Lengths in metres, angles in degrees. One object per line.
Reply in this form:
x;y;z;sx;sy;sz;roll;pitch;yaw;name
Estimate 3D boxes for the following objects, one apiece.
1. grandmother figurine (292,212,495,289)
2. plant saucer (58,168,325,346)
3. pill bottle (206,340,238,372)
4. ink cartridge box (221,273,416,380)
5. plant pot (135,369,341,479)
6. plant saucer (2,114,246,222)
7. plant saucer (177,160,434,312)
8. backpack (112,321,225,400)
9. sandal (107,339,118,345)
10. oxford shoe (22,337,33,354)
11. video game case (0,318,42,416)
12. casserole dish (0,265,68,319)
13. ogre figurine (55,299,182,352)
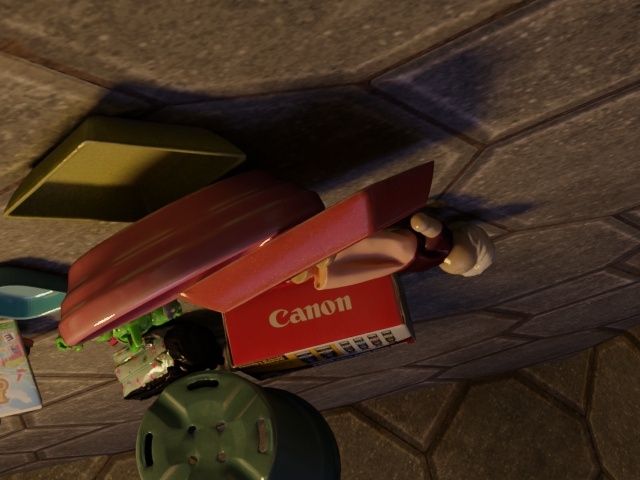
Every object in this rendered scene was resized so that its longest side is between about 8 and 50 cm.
0.120;0.019;1.527;0.342;0.104;0.208;-1;168;-31;grandmother figurine
-0.156;0.011;1.147;0.332;0.084;0.332;-29;179;-1;plant saucer
-0.244;0.248;2.017;0.160;0.087;0.087;-13;164;0;pill bottle
-0.006;0.138;1.763;0.309;0.130;0.272;-15;163;7;ink cartridge box
-0.158;0.395;1.820;0.341;0.341;0.334;-15;156;6;plant pot
-0.204;-0.075;1.029;0.188;0.045;0.188;2;159;-42;plant saucer
0.000;0.000;1.147;0.259;0.048;0.258;-28;179;24;plant saucer
-0.287;0.219;1.821;0.182;0.115;0.152;-28;162;23;backpack
-0.339;0.162;1.728;0.067;0.040;0.179;-12;164;-7;sandal
-0.583;0.220;1.619;0.271;0.098;0.097;-17;164;13;oxford shoe
-0.556;0.209;1.541;0.212;0.023;0.193;-12;127;-10;video game case
-0.413;0.070;1.366;0.114;0.037;0.188;-19;162;20;casserole dish
-0.300;0.126;1.547;0.197;0.097;0.118;6;169;-22;ogre figurine
